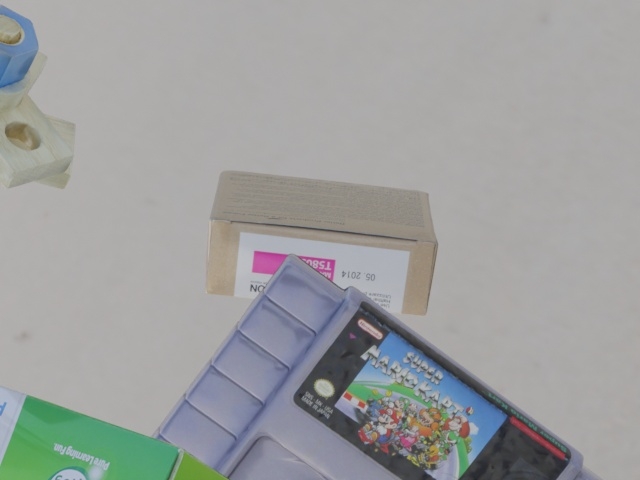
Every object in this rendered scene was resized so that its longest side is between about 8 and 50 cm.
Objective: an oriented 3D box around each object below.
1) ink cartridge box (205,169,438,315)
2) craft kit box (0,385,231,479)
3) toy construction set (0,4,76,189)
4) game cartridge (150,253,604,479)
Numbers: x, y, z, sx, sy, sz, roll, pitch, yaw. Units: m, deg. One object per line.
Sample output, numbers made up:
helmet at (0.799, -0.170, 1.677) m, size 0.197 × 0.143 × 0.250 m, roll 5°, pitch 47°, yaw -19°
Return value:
ink cartridge box at (0.000, 0.000, 1.989) m, size 0.193 × 0.234 × 0.088 m, roll -86°, pitch 2°, yaw -72°
craft kit box at (-0.097, 0.123, 0.826) m, size 0.250 × 0.246 × 0.061 m, roll 14°, pitch 75°, yaw 35°
toy construction set at (-0.145, -0.173, 0.756) m, size 0.151 × 0.215 × 0.328 m, roll 55°, pitch 132°, yaw 44°
game cartridge at (0.054, 0.198, 1.565) m, size 0.230 × 0.355 × 0.068 m, roll -53°, pitch 5°, yaw 13°
